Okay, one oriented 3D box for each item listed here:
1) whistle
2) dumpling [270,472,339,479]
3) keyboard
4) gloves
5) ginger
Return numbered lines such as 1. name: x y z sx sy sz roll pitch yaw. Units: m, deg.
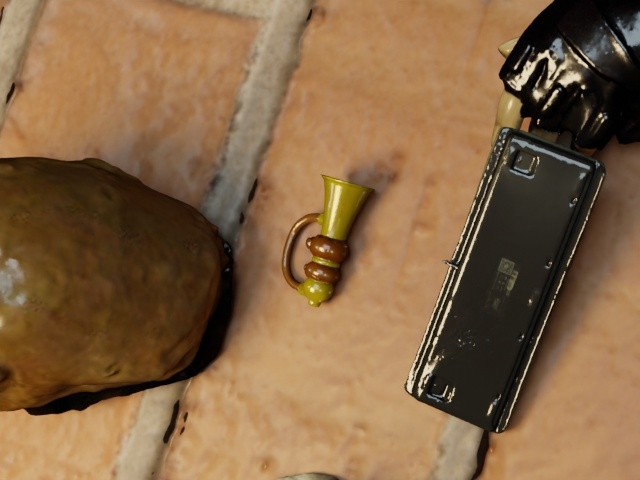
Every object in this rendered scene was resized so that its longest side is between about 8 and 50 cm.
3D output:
1. whistle: -0.001 -0.002 1.165 0.057 0.046 0.109 22 94 8
2. dumpling: -0.014 0.265 1.091 0.150 0.092 0.176 -24 72 12
3. keyboard: 0.138 0.032 1.083 0.094 0.025 0.230 23 104 14
4. gloves: 0.216 -0.133 1.075 0.203 0.124 0.164 -39 51 2
5. ginger: -0.231 0.031 1.153 0.269 0.223 0.200 -17 71 19
